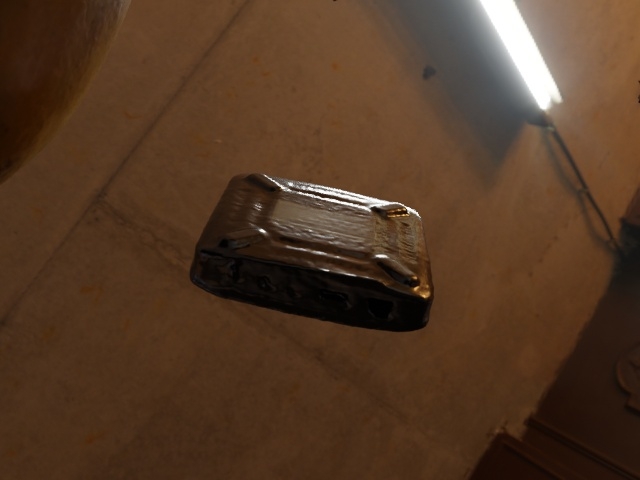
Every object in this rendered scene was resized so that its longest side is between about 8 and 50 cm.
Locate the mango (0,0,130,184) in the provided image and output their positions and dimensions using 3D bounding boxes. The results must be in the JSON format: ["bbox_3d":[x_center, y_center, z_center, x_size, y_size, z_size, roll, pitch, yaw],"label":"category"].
[{"bbox_3d":[-0.297,-0.232,0.552,0.446,0.232,0.300,-60,-6,-2],"label":"mango"}]

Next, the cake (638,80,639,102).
[{"bbox_3d":[0.426,-0.143,0.668,0.287,0.135,0.098,21,-60,-25],"label":"cake"}]

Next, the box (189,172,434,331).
[{"bbox_3d":[0.000,0.000,0.842,0.290,0.289,0.073,12,-63,0],"label":"box"}]
